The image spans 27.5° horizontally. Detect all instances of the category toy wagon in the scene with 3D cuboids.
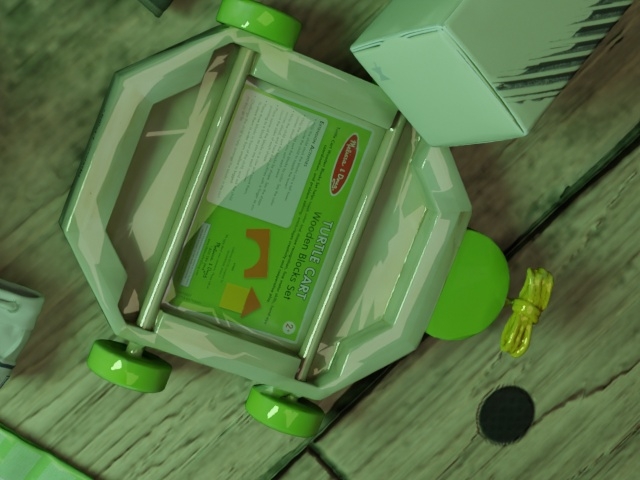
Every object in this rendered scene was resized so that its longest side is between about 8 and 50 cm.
[{"bbox_3d":[0.000,0.000,0.911,0.344,0.068,0.267,20,95,-21],"label":"toy wagon"}]

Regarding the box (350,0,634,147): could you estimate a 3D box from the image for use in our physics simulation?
[{"bbox_3d":[0.152,-0.189,0.859,0.094,0.113,0.275,48,69,-21],"label":"box"}]

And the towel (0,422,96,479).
[{"bbox_3d":[-0.231,0.209,0.903,0.113,0.023,0.152,36,89,-22],"label":"towel"}]

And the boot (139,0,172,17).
[{"bbox_3d":[-0.048,-0.232,0.843,0.190,0.076,0.208,35,86,-15],"label":"boot"}]

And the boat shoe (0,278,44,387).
[{"bbox_3d":[-0.293,0.005,0.812,0.258,0.095,0.084,33,86,-31],"label":"boat shoe"}]
